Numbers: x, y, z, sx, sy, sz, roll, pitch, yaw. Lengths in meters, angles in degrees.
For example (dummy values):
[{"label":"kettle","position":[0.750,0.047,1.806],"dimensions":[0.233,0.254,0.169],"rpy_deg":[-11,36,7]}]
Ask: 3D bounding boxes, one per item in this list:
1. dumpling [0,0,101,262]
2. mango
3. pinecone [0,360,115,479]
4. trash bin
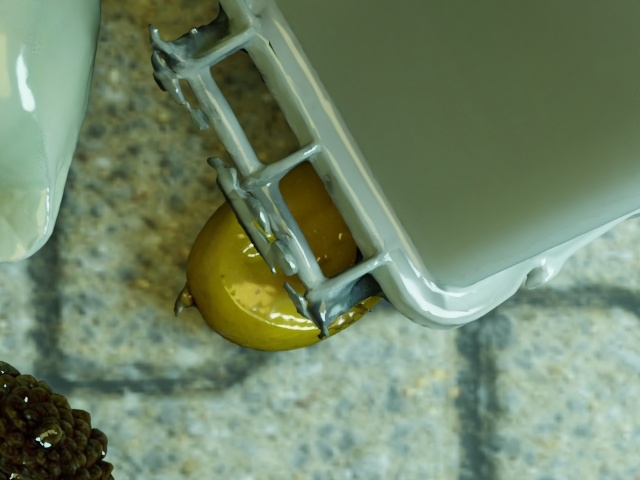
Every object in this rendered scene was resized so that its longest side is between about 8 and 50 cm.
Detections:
[{"label":"dumpling","position":[-0.195,-0.100,0.839],"dimensions":[0.151,0.124,0.229],"rpy_deg":[4,76,23]},{"label":"mango","position":[0.000,0.000,0.878],"dimensions":[0.187,0.066,0.101],"rpy_deg":[-32,87,-13]},{"label":"pinecone","position":[-0.183,0.138,0.829],"dimensions":[0.140,0.140,0.121],"rpy_deg":[33,115,-5]},{"label":"trash bin","position":[0.123,-0.115,0.714],"dimensions":[0.296,0.368,0.256],"rpy_deg":[-29,93,-24]}]
